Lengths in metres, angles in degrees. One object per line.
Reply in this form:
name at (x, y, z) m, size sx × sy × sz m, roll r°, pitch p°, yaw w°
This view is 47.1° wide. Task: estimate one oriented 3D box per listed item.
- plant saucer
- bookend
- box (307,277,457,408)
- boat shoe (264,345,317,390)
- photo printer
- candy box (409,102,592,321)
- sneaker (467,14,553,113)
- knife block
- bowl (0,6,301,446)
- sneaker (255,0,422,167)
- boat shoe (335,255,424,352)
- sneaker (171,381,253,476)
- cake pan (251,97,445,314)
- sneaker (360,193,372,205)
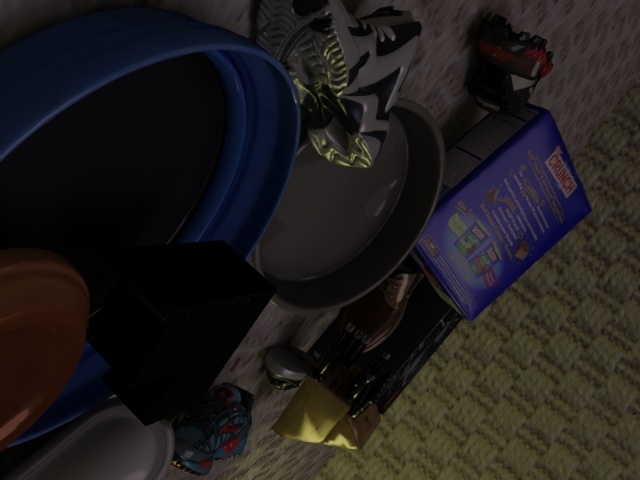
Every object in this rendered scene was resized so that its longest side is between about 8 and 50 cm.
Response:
plant saucer at (-0.225, 0.093, 0.466) m, size 0.200 × 0.037 × 0.200 m, roll -44°, pitch 161°, yaw -20°
bookend at (-0.137, 0.084, 0.605) m, size 0.157 × 0.072 × 0.156 m, roll -55°, pitch 161°, yaw 18°
box at (0.164, 0.210, 1.671) m, size 0.343 × 0.179 × 0.312 m, roll -50°, pitch 161°, yaw -2°
boat shoe at (-0.062, 0.244, 1.353) m, size 0.070 × 0.078 × 0.219 m, roll -52°, pitch 164°, yaw 1°
photo printer at (-0.284, 0.278, 0.735) m, size 0.307 × 0.107 × 0.256 m, roll -40°, pitch 180°, yaw -29°
candy box at (0.304, -0.055, 1.320) m, size 0.317 × 0.122 × 0.268 m, roll -40°, pitch 127°, yaw -2°
sneaker at (0.290, -0.265, 1.153) m, size 0.135 × 0.097 × 0.276 m, roll -58°, pitch 163°, yaw 15°
knife block at (0.008, 0.261, 1.353) m, size 0.088 × 0.276 × 0.242 m, roll -43°, pitch 122°, yaw -46°
bowl at (-0.174, -0.003, 0.584) m, size 0.391 × 0.077 × 0.391 m, roll -44°, pitch 161°, yaw -19°
sneaker at (0.027, -0.194, 0.692) m, size 0.235 × 0.094 × 0.153 m, roll 55°, pitch 52°, yaw -49°
boat shoe at (0.132, 0.073, 1.441) m, size 0.324 × 0.123 × 0.116 m, roll -55°, pitch 160°, yaw -20°
sneaker at (-0.180, 0.279, 1.150) m, size 0.262 × 0.104 × 0.125 m, roll 16°, pitch 95°, yaw -75°
cake pan at (0.029, -0.045, 0.892) m, size 0.293 × 0.054 × 0.293 m, roll -25°, pitch 135°, yaw -28°
sneaker at (0.028, -0.058, 0.974) m, size 0.188 × 0.071 × 0.066 m, roll -49°, pitch 163°, yaw -6°
